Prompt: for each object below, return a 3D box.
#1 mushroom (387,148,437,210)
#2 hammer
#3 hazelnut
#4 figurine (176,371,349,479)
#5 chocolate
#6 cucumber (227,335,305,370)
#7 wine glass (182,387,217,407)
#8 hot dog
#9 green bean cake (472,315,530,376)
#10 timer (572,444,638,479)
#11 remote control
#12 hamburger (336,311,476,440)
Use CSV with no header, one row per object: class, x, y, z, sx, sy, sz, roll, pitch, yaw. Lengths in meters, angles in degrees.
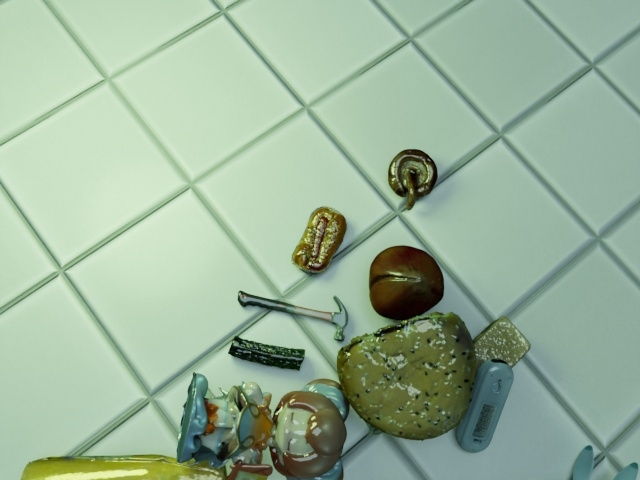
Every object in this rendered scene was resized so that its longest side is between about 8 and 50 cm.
mushroom,0.249,-0.164,1.743,0.135,0.080,0.171,7,72,10
hammer,-0.071,0.175,1.626,0.287,0.033,0.111,11,72,-1
hazelnut,0.213,0.103,1.585,0.208,0.208,0.208,2,72,-5
figurine,-0.110,0.424,1.402,0.388,0.248,0.277,11,74,-14
chocolate,-0.432,0.547,1.425,0.445,0.162,0.162,-3,72,-11
cucumber,-0.133,0.278,1.575,0.187,0.058,0.058,11,71,-1
wine glass,-0.244,0.412,1.515,0.155,0.073,0.073,37,73,4
hot dog,0.000,0.000,1.679,0.108,0.059,0.191,23,73,7
green bean cake,0.428,0.286,1.606,0.179,0.085,0.109,-40,81,-15
timer,0.630,0.625,1.497,0.255,0.175,0.175,-25,73,-43
remote control,0.392,0.397,1.528,0.087,0.047,0.244,13,103,-8
hamburger,0.214,0.315,1.496,0.318,0.195,0.277,-23,87,7
